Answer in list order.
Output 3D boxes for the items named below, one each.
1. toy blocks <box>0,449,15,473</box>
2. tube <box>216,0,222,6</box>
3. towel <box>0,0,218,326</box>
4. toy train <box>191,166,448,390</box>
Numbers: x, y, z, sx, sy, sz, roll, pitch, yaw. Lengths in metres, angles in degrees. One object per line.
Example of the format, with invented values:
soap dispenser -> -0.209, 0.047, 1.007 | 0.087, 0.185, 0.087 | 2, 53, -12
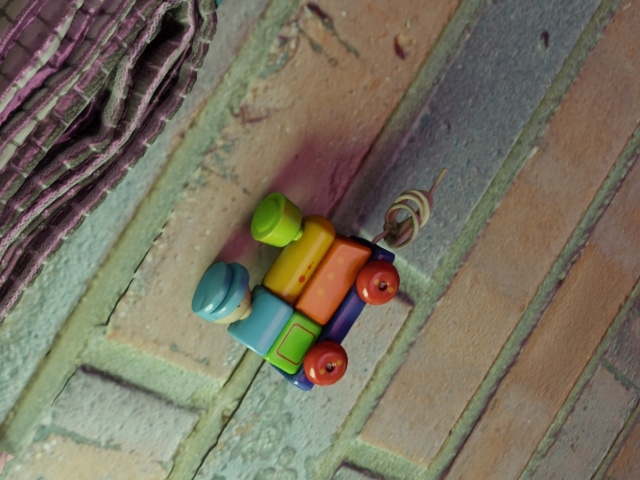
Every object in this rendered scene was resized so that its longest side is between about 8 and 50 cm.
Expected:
toy blocks -> -0.309, 0.260, 0.648 | 0.288, 0.308, 0.260 | 84, 19, -75
tube -> -0.074, -0.238, 0.737 | 0.080, 0.052, 0.207 | 35, 81, -51
towel -> -0.216, -0.075, 0.567 | 0.284, 0.235, 0.121 | -55, 140, -4
toy train -> 0.000, 0.000, 0.885 | 0.143, 0.105, 0.248 | 34, 87, -31
